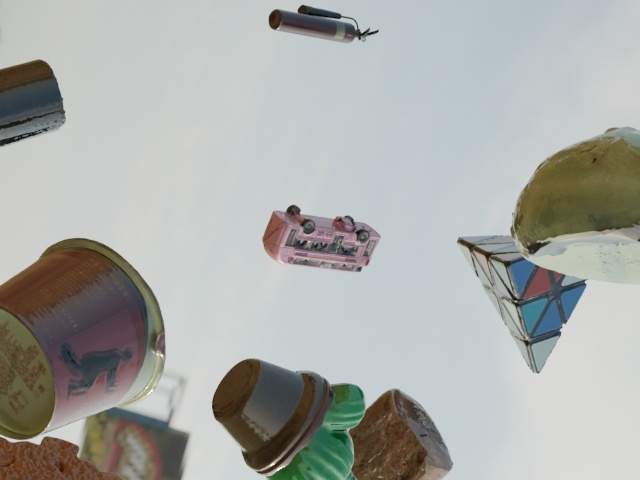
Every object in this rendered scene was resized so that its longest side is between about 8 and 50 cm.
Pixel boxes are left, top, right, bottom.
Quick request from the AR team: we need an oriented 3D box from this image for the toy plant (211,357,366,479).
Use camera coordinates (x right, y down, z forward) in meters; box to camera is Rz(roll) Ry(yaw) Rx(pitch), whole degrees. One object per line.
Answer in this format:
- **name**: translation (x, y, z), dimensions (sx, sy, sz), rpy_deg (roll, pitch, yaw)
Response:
- **toy plant**: translation (-0.018, 0.198, 1.553), dimensions (0.143, 0.200, 0.105), rpy_deg (-52, -151, -1)

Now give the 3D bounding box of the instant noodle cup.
- **instant noodle cup**: translation (-0.334, 0.130, 1.838), dimensions (0.178, 0.235, 0.234), rpy_deg (-28, 154, -51)

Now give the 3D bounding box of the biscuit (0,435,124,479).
- **biscuit**: translation (-0.460, 0.429, 2.379), dimensions (0.306, 0.284, 0.043), rpy_deg (-76, -172, -57)

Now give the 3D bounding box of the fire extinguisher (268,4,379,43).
- **fire extinguisher**: translation (-0.001, -0.293, 2.000), dimensions (0.049, 0.173, 0.035), rpy_deg (45, -61, 39)

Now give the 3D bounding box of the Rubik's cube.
- **Rubik's cube**: translation (0.402, 0.025, 2.536), dimensions (0.284, 0.234, 0.250), rpy_deg (61, -6, 22)

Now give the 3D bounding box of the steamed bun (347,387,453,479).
- **steamed bun**: translation (0.112, 0.328, 2.291), dimensions (0.145, 0.106, 0.175), rpy_deg (-44, -124, 14)

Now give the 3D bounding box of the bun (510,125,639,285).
- **bun**: translation (0.396, -0.056, 1.896), dimensions (0.293, 0.293, 0.187), rpy_deg (155, -54, -67)

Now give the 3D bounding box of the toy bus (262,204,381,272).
- **toy bus**: translation (0.000, 0.000, 2.387), dimensions (0.063, 0.203, 0.090), rpy_deg (43, -63, 46)

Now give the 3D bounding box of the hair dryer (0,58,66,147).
- **hair dryer**: translation (-0.420, -0.206, 1.659), dimensions (0.251, 0.197, 0.089), rpy_deg (63, -26, 18)

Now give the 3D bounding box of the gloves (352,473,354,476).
- **gloves**: translation (0.100, 0.417, 2.399), dimensions (0.070, 0.153, 0.114), rpy_deg (-31, -169, 48)
